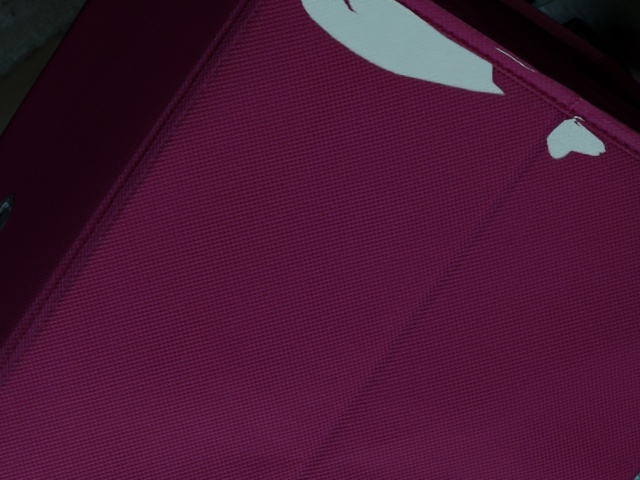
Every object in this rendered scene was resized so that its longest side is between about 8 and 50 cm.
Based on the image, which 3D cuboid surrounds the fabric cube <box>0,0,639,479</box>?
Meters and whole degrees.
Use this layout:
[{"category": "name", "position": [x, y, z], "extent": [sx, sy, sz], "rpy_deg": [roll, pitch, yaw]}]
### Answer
[{"category": "fabric cube", "position": [0.000, 0.000, 0.762], "extent": [0.259, 0.258, 0.254], "rpy_deg": [29, -164, -21]}]

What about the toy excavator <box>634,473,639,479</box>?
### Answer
[{"category": "toy excavator", "position": [0.261, 0.185, 1.276], "extent": [0.433, 0.222, 0.445], "rpy_deg": [55, 156, -13]}]

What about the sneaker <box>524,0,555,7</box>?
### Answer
[{"category": "sneaker", "position": [-0.012, -0.177, 1.024], "extent": [0.366, 0.210, 0.137], "rpy_deg": [31, 144, 63]}]

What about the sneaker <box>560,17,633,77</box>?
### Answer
[{"category": "sneaker", "position": [0.091, -0.078, 0.975], "extent": [0.083, 0.118, 0.222], "rpy_deg": [58, -153, 10]}]
